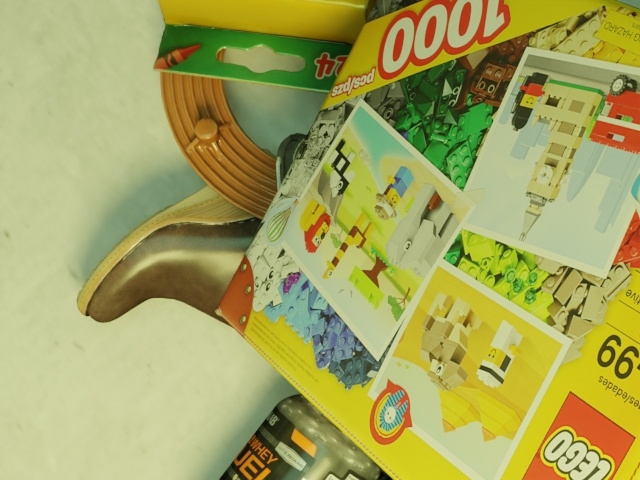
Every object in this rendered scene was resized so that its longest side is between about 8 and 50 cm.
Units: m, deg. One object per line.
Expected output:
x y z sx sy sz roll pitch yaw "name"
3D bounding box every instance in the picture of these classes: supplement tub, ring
-0.025 0.224 1.458 0.117 0.117 0.190 37 88 9 "supplement tub"
0.016 -0.167 1.502 0.337 0.032 0.336 -1 72 3 "ring"

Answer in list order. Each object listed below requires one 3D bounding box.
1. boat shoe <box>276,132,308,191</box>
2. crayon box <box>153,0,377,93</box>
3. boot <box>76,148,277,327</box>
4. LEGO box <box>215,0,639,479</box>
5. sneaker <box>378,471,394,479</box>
0.000 0.000 1.434 0.075 0.065 0.206 -21 116 -31 "boat shoe"
-0.033 -0.299 1.490 0.202 0.081 0.318 7 69 7 "crayon box"
-0.080 0.055 1.495 0.248 0.090 0.207 -36 79 -2 "boot"
0.177 0.018 1.190 0.193 0.500 0.372 23 97 -35 "LEGO box"
0.068 0.331 1.444 0.147 0.130 0.330 35 80 -13 "sneaker"
